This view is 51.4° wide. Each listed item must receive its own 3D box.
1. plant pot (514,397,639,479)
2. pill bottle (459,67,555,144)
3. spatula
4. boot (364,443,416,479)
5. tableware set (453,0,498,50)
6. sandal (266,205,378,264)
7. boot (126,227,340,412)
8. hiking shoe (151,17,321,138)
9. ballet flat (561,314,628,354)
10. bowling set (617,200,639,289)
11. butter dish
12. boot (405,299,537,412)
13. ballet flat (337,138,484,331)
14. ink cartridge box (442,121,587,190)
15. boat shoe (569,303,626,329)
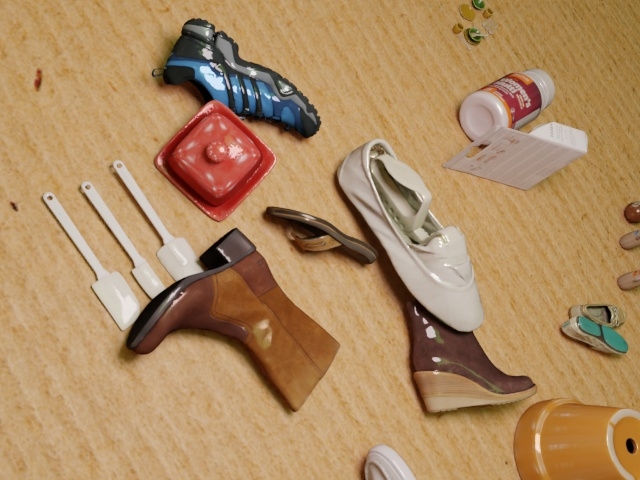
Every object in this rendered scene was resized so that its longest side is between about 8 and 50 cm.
[{"bbox_3d":[0.491,0.380,1.198,0.205,0.188,0.205,10,66,-24],"label":"plant pot"},{"bbox_3d":[0.420,-0.304,1.481,0.221,0.121,0.121,-31,86,-33],"label":"pill bottle"},{"bbox_3d":[-0.306,-0.002,1.044,0.168,0.019,0.242,-33,88,-28],"label":"spatula"},{"bbox_3d":[0.102,0.457,1.019,0.123,0.095,0.258,-14,78,-38],"label":"boot"},{"bbox_3d":[0.372,-0.531,1.607,0.104,0.024,0.154,49,57,-1],"label":"tableware set"},{"bbox_3d":[0.000,0.000,1.175,0.219,0.090,0.060,29,81,-22],"label":"sandal"},{"bbox_3d":[-0.128,0.161,1.043,0.280,0.096,0.264,52,48,-11],"label":"boot"},{"bbox_3d":[-0.141,-0.261,1.201,0.304,0.113,0.132,33,89,-19],"label":"hiking shoe"},{"bbox_3d":[0.574,0.200,1.398,0.168,0.052,0.057,28,50,-22],"label":"ballet flat"},{"bbox_3d":[0.791,-0.013,1.534,0.287,0.154,0.200,-16,78,-32],"label":"bowling set"},{"bbox_3d":[-0.170,-0.138,1.090,0.160,0.118,0.160,43,82,-5],"label":"butter dish"},{"bbox_3d":[0.278,0.200,1.219,0.248,0.090,0.207,0,72,-24],"label":"boot"},{"bbox_3d":[0.175,-0.018,1.194,0.139,0.139,0.400,-26,74,-33],"label":"ballet flat"},{"bbox_3d":[0.400,-0.188,1.382,0.232,0.189,0.066,16,63,-21],"label":"ink cartridge box"},{"bbox_3d":[0.607,0.160,1.431,0.153,0.048,0.056,11,65,-23],"label":"boat shoe"}]
